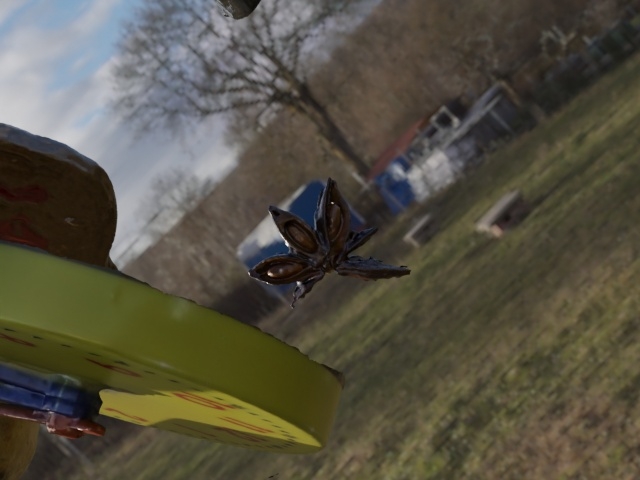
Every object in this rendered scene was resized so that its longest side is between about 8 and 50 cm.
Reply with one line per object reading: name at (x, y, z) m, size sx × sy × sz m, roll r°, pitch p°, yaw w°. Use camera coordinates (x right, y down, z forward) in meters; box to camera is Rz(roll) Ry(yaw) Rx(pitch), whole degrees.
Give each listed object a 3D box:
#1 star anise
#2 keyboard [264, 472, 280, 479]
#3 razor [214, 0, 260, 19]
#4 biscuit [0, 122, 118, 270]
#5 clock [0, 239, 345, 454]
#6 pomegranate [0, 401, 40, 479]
star anise at (-0.001, 0.000, 1.458) m, size 0.213 × 0.157 × 0.053 m, roll -14°, pitch 0°, yaw 8°
keyboard at (-0.161, 0.203, 0.729) m, size 0.381 × 0.041 × 0.103 m, roll -21°, pitch 4°, yaw 30°
razor at (-0.146, -0.362, 1.501) m, size 0.090 × 0.148 × 0.054 m, roll 10°, pitch 67°, yaw 60°
biscuit at (-0.326, -0.010, 1.025) m, size 0.257 × 0.273 × 0.049 m, roll 97°, pitch 176°, yaw -46°
clock at (-0.133, 0.071, 0.600) m, size 0.277 × 0.294 × 0.071 m, roll 141°, pitch 145°, yaw -70°
pomegranate at (-0.458, 0.211, 1.293) m, size 0.260 × 0.260 × 0.260 m, roll -45°, pitch 4°, yaw 4°
